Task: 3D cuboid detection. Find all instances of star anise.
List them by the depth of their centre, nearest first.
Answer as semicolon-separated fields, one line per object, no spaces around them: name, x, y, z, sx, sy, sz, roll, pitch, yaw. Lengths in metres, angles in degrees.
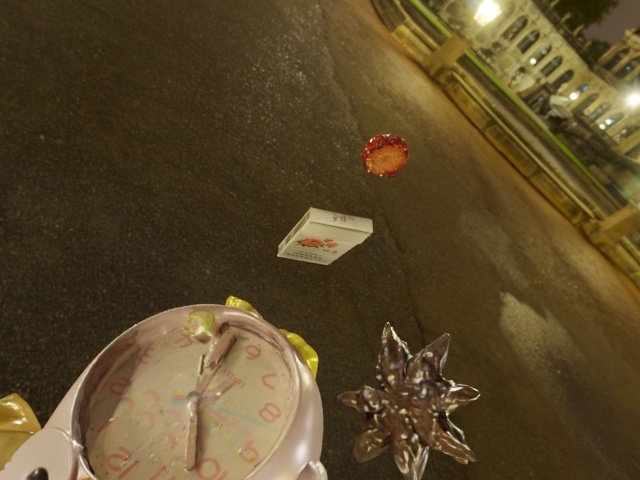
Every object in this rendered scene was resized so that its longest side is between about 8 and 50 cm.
star anise;0.168;0.319;0.826;0.108;0.315;0.315;22;36;-57

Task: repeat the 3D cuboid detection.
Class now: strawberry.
strawberry;0.189;-0.255;1.193;0.145;0.145;0.086;27;52;-27

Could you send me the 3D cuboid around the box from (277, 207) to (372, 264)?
box;-0.001;0.000;0.721;0.109;0.198;0.029;10;68;-18

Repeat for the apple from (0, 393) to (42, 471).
apple;-0.516;0.346;0.500;0.314;0.252;0.309;32;32;31

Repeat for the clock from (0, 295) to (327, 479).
clock;-0.188;0.287;0.526;0.369;0.250;0.377;28;43;24
